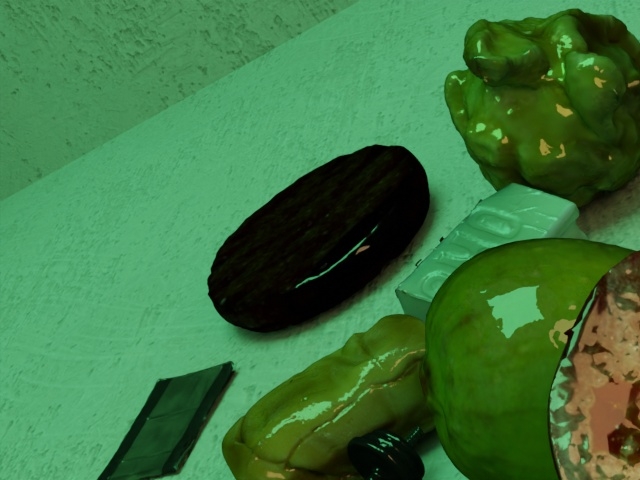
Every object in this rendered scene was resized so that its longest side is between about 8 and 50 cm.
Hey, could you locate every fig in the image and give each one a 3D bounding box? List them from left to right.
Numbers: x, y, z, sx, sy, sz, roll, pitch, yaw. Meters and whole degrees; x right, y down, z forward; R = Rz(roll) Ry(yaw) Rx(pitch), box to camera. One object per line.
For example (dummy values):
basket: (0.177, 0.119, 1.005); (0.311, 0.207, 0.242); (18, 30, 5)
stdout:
fig: (0.260, 0.116, 1.293); (0.326, 0.258, 0.258); (-14, 25, 7)

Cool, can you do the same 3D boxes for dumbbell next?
dumbbell: (0.045, 0.280, 1.448); (0.208, 0.099, 0.099); (-44, 23, -26)

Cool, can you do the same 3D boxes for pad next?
pad: (-0.228, 0.275, 1.964); (0.174, 0.022, 0.233); (-19, 27, 32)

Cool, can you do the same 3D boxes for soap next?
soap: (0.214, 0.039, 1.673); (0.145, 0.091, 0.230); (20, 59, 43)

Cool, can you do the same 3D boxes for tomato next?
tomato: (0.341, 0.168, 1.085); (0.338, 0.143, 0.338); (-2, 60, 3)

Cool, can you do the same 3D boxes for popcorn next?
popcorn: (0.313, -0.176, 1.779); (0.274, 0.279, 0.335); (20, 34, 34)

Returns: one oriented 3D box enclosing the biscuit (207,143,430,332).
biscuit: (0.000, 0.000, 2.126); (0.407, 0.091, 0.407); (-28, 24, 14)

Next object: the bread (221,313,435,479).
bread: (0.030, 0.210, 1.576); (0.294, 0.132, 0.167); (-36, 13, 0)
